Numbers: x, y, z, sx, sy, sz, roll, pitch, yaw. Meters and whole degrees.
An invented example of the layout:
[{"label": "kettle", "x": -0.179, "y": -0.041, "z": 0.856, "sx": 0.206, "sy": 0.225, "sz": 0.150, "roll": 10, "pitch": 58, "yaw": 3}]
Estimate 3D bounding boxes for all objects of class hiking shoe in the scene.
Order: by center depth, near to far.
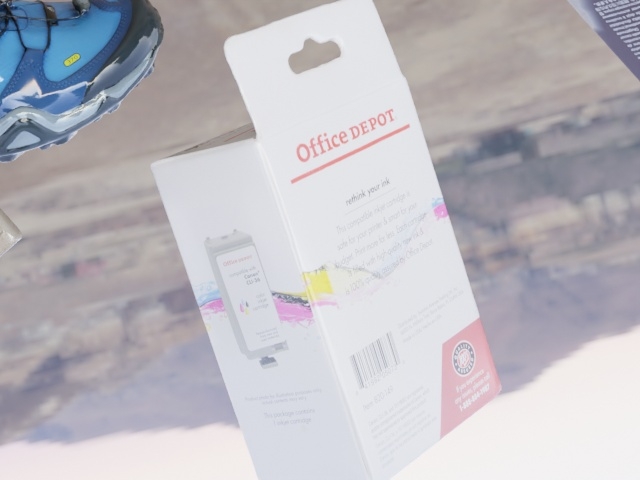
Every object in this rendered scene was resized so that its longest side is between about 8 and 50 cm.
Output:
[{"label": "hiking shoe", "x": -0.251, "y": -0.123, "z": 1.076, "sx": 0.304, "sy": 0.132, "sz": 0.113, "roll": -19, "pitch": -139, "yaw": -13}]

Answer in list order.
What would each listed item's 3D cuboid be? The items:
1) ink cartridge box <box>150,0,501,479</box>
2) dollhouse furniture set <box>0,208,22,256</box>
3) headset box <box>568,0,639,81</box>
[{"label": "ink cartridge box", "x": 0.000, "y": 0.000, "z": 0.726, "sx": 0.067, "sy": 0.198, "sz": 0.115, "roll": -11, "pitch": -170, "yaw": 39}, {"label": "dollhouse furniture set", "x": -0.338, "y": 0.030, "z": 0.687, "sx": 0.303, "sy": 0.286, "sz": 0.198, "roll": -39, "pitch": -174, "yaw": 19}, {"label": "headset box", "x": 0.280, "y": -0.141, "z": 0.901, "sx": 0.110, "sy": 0.293, "sz": 0.218, "roll": -10, "pitch": -135, "yaw": 49}]
